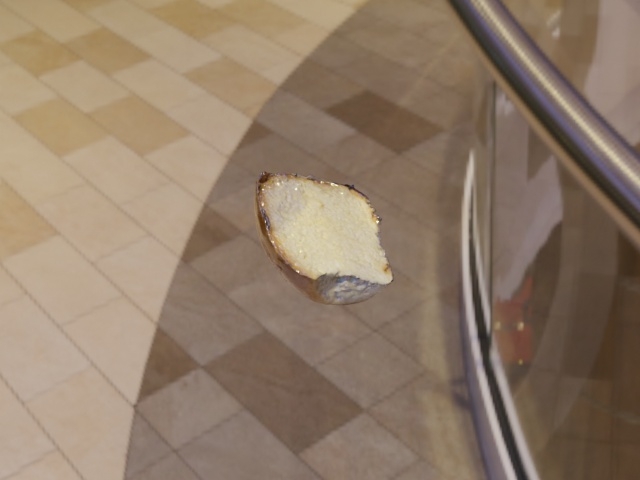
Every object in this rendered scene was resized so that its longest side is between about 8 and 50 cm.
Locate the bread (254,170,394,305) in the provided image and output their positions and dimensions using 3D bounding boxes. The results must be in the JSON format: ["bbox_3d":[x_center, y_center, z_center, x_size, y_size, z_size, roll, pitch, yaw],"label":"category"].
[{"bbox_3d":[0.000,0.000,0.936,0.126,0.044,0.129,8,42,-26],"label":"bread"}]
